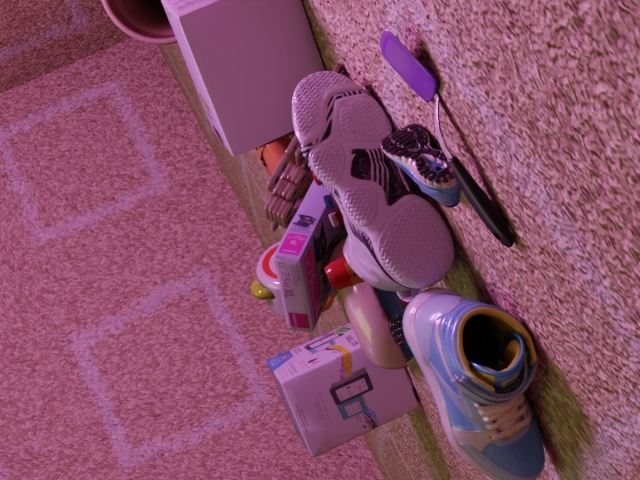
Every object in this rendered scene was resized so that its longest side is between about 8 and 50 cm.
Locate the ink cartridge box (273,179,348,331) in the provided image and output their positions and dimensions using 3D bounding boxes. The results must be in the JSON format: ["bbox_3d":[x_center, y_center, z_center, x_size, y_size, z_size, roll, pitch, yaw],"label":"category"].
[{"bbox_3d":[0.000,0.000,1.930,0.311,0.065,0.185,-67,-24,-44],"label":"ink cartridge box"}]

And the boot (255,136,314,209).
[{"bbox_3d":[-0.089,-0.185,2.178,0.220,0.109,0.283,60,-169,9],"label":"boot"}]

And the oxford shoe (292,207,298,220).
[{"bbox_3d":[-0.004,0.011,2.386,0.096,0.083,0.227,95,150,-82],"label":"oxford shoe"}]

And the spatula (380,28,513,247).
[{"bbox_3d":[0.152,-0.120,1.216,0.296,0.030,0.084,63,172,8],"label":"spatula"}]

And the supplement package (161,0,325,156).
[{"bbox_3d":[-0.119,-0.312,1.723,0.145,0.204,0.261,49,162,60],"label":"supplement package"}]

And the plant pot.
[{"bbox_3d":[-0.348,-0.584,2.303,0.229,0.263,0.263,-82,-30,-74],"label":"plant pot"}]

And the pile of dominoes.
[{"bbox_3d":[-0.013,-0.137,1.641,0.040,0.251,0.196,27,165,9],"label":"pile of dominoes"}]

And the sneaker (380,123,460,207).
[{"bbox_3d":[0.131,-0.092,1.322,0.162,0.063,0.073,55,170,49],"label":"sneaker"}]

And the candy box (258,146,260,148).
[{"bbox_3d":[-0.078,-0.236,2.015,0.053,0.109,0.187,65,172,0],"label":"candy box"}]

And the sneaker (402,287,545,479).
[{"bbox_3d":[0.238,0.214,1.365,0.319,0.127,0.208,57,166,-10],"label":"sneaker"}]

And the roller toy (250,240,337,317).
[{"bbox_3d":[-0.055,0.099,2.580,0.191,0.209,0.146,-68,-30,-43],"label":"roller toy"}]

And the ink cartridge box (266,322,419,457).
[{"bbox_3d":[0.049,0.327,2.323,0.198,0.270,0.197,-150,37,-75],"label":"ink cartridge box"}]

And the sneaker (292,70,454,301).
[{"bbox_3d":[0.063,-0.069,1.536,0.365,0.137,0.210,59,168,14],"label":"sneaker"}]

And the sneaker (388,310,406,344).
[{"bbox_3d":[0.183,0.127,1.680,0.161,0.075,0.057,-35,70,54],"label":"sneaker"}]

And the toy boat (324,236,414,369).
[{"bbox_3d":[0.106,0.085,1.805,0.318,0.148,0.267,65,-179,-65],"label":"toy boat"}]

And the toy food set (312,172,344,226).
[{"bbox_3d":[0.037,-0.090,1.749,0.111,0.105,0.232,65,172,-2],"label":"toy food set"}]
